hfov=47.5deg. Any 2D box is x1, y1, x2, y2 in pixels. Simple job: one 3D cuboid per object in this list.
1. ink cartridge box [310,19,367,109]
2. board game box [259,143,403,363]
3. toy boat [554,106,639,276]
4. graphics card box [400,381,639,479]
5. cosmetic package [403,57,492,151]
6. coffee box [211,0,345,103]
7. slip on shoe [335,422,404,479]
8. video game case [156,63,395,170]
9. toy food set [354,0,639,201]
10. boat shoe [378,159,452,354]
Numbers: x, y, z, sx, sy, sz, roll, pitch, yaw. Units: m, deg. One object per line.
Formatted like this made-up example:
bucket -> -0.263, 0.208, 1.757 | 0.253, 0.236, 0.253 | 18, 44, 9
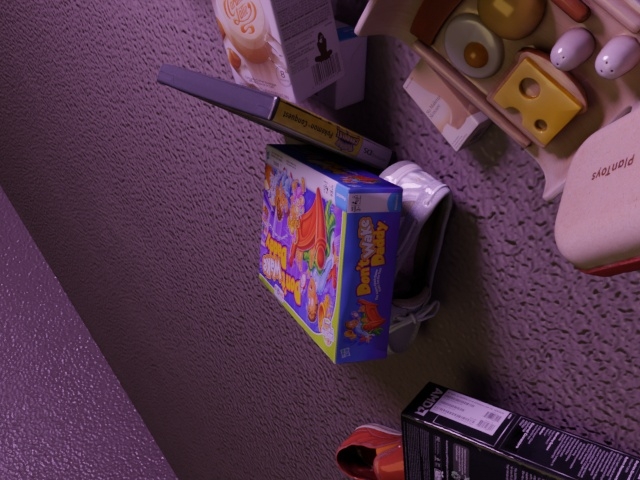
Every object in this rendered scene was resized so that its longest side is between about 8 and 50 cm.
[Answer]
ink cartridge box -> -0.015, -0.276, 1.068 | 0.180, 0.060, 0.104 | 35, 138, 36
board game box -> 0.000, 0.000, 1.070 | 0.347, 0.078, 0.234 | -143, 54, -64
toy boat -> 0.326, -0.036, 0.640 | 0.151, 0.151, 0.231 | 22, 165, -10
graphics card box -> 0.291, 0.362, 1.000 | 0.370, 0.094, 0.233 | 13, 124, 34
cosmetic package -> 0.161, -0.176, 0.913 | 0.115, 0.041, 0.060 | 53, 146, 16
coffee box -> -0.068, -0.317, 0.932 | 0.141, 0.098, 0.247 | 24, 140, 44
slip on shoe -> 0.146, 0.392, 1.267 | 0.331, 0.101, 0.123 | -8, 104, 54
video game case -> -0.065, -0.179, 1.057 | 0.274, 0.248, 0.035 | 25, 97, 43
toy food set -> 0.193, -0.202, 0.768 | 0.306, 0.092, 0.220 | 44, 144, 7
boat shoe -> 0.124, 0.046, 1.052 | 0.103, 0.118, 0.321 | 36, 131, 41
